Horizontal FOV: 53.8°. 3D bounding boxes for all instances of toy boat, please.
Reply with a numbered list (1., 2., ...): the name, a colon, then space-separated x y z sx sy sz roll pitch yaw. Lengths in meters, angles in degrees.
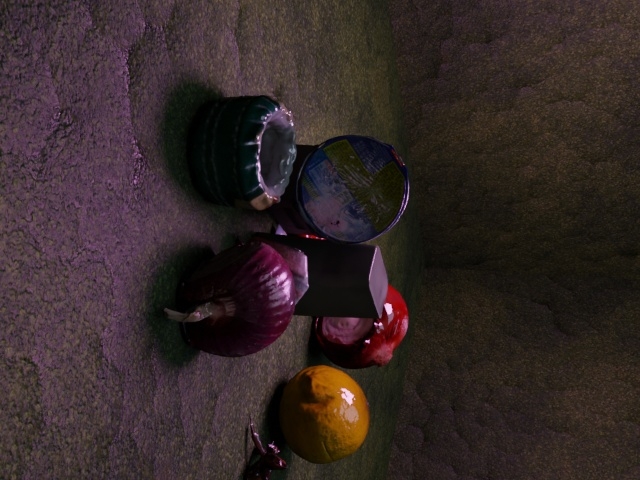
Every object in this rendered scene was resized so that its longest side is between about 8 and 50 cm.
1. toy boat: -0.149 0.140 1.569 0.096 0.206 0.282 69 43 -72

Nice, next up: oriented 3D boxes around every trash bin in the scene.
1. trash bin: -0.005 0.108 1.722 0.223 0.344 0.158 69 32 -51

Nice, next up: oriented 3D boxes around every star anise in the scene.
1. star anise: -0.172 0.579 1.724 0.144 0.158 0.140 43 32 -23

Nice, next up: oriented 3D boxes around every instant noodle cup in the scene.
1. instant noodle cup: 0.101 -0.114 1.686 0.312 0.284 0.284 24 69 -79

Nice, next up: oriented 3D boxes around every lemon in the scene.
1. lemon: 0.009 0.529 1.927 0.297 0.297 0.296 3 90 -71

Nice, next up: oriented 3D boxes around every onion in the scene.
1. onion: -0.171 0.136 1.419 0.272 0.231 0.256 -78 161 -46
2. onion: 0.145 0.295 2.234 0.341 0.342 0.341 3 90 -71

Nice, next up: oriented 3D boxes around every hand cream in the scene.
1. hand cream: -0.101 0.019 1.888 0.170 0.043 0.065 58 42 -56

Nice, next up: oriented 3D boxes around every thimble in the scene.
1. thimble: -0.169 -0.211 1.464 0.254 0.168 0.288 73 27 -47

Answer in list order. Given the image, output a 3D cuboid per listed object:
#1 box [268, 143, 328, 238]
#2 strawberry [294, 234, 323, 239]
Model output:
1. box: -0.057 -0.141 1.829 0.252 0.153 0.188 53 46 -63
2. strawberry: 0.000 0.000 2.030 0.244 0.205 0.205 29 63 -45
